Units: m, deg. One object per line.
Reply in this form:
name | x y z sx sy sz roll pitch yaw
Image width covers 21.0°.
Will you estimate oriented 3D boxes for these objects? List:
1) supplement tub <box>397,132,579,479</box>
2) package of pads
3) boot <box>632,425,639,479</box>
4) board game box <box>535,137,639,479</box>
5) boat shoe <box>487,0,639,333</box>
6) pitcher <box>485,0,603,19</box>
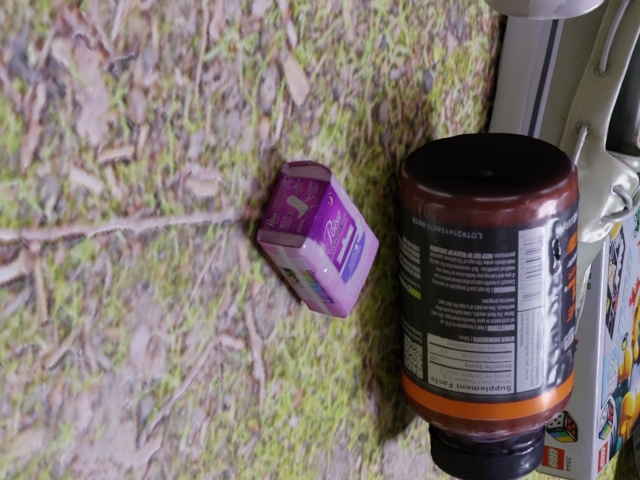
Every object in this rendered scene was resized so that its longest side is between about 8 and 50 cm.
supplement tub | 0.099 0.043 1.018 0.106 0.106 0.198 -39 134 -51
package of pads | 0.000 0.000 0.891 0.083 0.032 0.050 55 49 -55
boot | 0.440 0.282 1.662 0.146 0.367 0.445 -39 169 7
board game box | 0.222 0.005 1.294 0.193 0.053 0.305 -35 130 -54
boat shoe | 0.162 -0.050 1.113 0.109 0.094 0.302 -17 114 -60
pitcher | 0.124 -0.253 0.959 0.207 0.125 0.177 75 15 -58
